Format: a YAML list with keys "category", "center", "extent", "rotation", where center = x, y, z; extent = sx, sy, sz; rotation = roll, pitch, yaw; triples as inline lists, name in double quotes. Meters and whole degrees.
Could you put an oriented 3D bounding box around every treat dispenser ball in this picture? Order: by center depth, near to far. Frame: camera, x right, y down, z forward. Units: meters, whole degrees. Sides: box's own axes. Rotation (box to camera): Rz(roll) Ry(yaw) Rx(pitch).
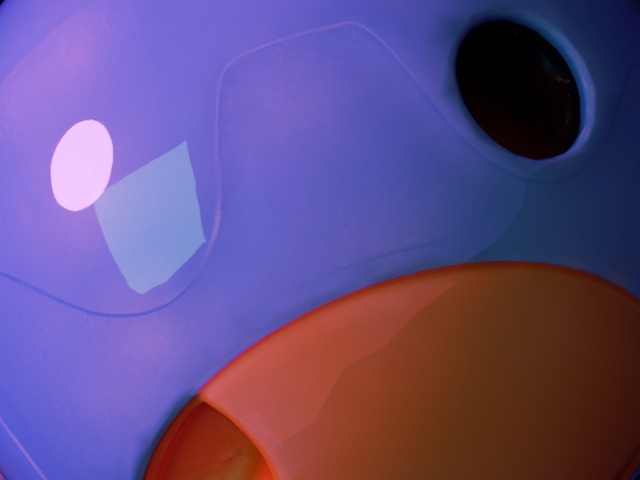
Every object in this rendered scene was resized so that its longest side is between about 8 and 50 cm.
- category: "treat dispenser ball"
  center: [0.000, 0.000, 0.573]
  extent: [0.288, 0.288, 0.288]
  rotation: [-2, 86, 40]

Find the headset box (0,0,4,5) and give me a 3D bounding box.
- category: "headset box"
  center: [-0.170, -0.031, 0.736]
  extent: [0.246, 0.283, 0.131]
  rotation: [-62, 38, 18]
